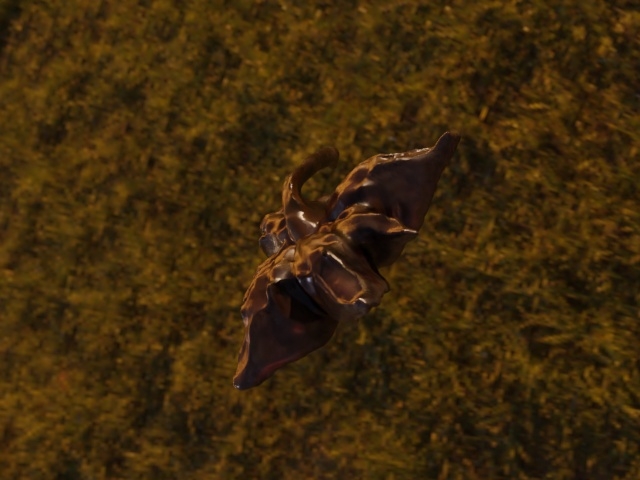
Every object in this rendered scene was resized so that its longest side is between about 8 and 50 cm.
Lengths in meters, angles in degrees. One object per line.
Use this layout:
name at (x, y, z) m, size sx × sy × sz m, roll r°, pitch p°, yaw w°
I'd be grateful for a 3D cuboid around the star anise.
star anise at (0.002, 0.001, 1.197) m, size 0.292 × 0.109 × 0.349 m, roll -10°, pitch 39°, yaw 45°
